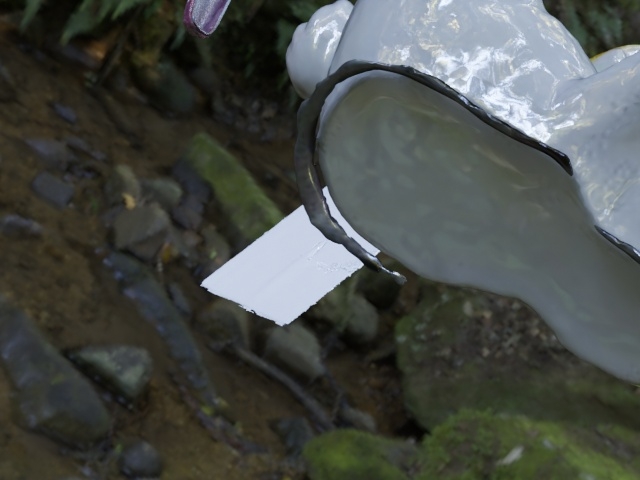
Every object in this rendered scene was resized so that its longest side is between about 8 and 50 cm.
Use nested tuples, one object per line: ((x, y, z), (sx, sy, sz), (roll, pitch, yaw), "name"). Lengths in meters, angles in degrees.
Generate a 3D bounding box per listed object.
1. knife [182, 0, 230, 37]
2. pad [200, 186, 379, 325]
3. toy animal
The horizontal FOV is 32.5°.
((-0.089, -0.314, 1.242), (0.123, 0.053, 0.278), (45, 52, -27), "knife")
((0.000, 0.000, 1.137), (0.156, 0.232, 0.004), (22, -38, 48), "pad")
((0.131, -0.009, 0.497), (0.325, 0.208, 0.154), (50, 54, -2), "toy animal")
